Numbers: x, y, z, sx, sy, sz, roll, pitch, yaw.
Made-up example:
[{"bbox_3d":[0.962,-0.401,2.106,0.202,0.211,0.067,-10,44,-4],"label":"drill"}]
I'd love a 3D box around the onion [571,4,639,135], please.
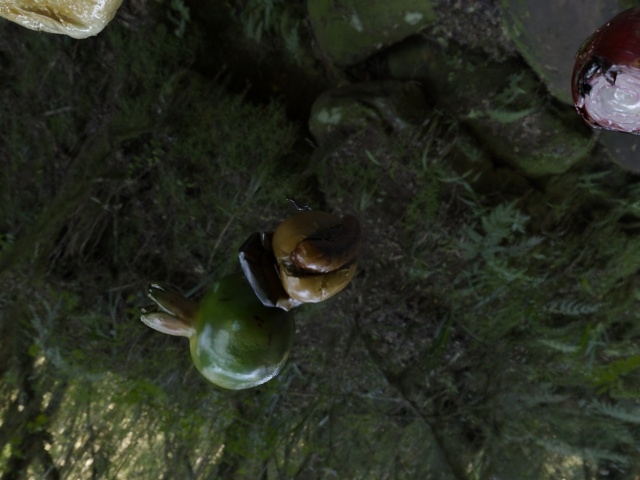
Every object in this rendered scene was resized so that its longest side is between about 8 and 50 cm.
[{"bbox_3d":[0.795,-0.430,1.421,0.341,0.341,0.341,33,-179,0],"label":"onion"}]

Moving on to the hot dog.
[{"bbox_3d":[0.002,0.006,1.023,0.194,0.107,0.326,64,-148,-15],"label":"hot dog"}]

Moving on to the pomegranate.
[{"bbox_3d":[-0.196,0.166,1.117,0.302,0.235,0.236,16,-173,-22],"label":"pomegranate"}]

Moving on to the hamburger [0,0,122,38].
[{"bbox_3d":[-0.240,-0.265,0.449,0.214,0.214,0.108,33,-137,-39],"label":"hamburger"}]
